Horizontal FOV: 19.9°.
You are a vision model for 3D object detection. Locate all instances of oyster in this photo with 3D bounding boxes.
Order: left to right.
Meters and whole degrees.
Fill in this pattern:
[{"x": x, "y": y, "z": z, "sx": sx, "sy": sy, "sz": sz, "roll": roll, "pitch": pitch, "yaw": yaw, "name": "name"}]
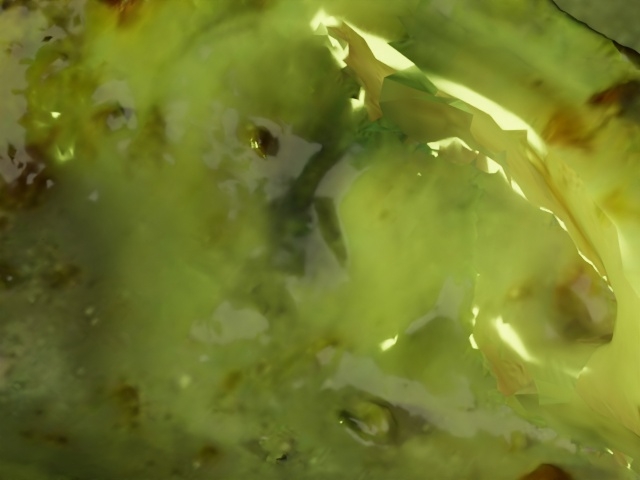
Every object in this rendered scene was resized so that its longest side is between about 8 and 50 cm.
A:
[{"x": 0.011, "y": 0.000, "z": 0.510, "sx": 0.361, "sy": 0.096, "sz": 0.221, "roll": 10, "pitch": 72, "yaw": 18, "name": "oyster"}]
